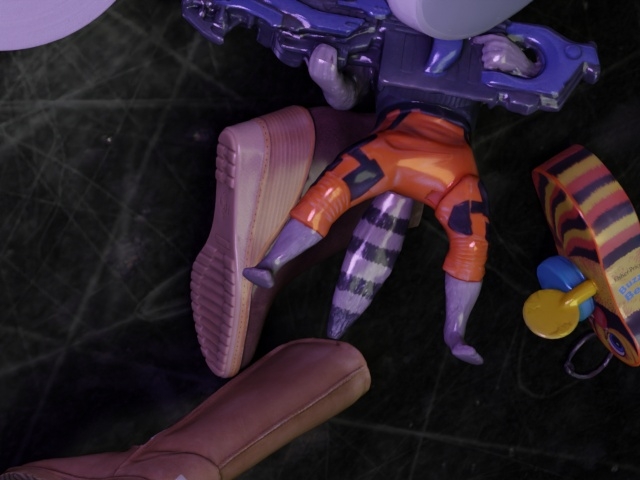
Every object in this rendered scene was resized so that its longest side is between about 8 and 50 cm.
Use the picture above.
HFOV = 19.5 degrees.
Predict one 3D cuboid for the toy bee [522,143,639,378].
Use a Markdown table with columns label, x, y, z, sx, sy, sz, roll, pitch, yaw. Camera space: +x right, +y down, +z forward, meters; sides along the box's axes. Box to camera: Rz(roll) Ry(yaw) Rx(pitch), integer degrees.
| label | x | y | z | sx | sy | sz | roll | pitch | yaw |
| --- | --- | --- | --- | --- | --- | --- | --- | --- | --- |
| toy bee | 0.304 | 0.049 | 1.820 | 0.195 | 0.162 | 0.298 | -48 | 134 | -1 |

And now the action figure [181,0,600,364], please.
| label | x | y | z | sx | sy | sz | roll | pitch | yaw |
| --- | --- | --- | --- | --- | --- | --- | --- | --- | --- |
| action figure | 0.033 | -0.099 | 1.509 | 0.178 | 0.341 | 0.330 | 105 | 2 | -75 |

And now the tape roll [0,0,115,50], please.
| label | x | y | z | sx | sy | sz | roll | pitch | yaw |
| --- | --- | --- | --- | --- | --- | --- | --- | --- | --- |
| tape roll | -0.222 | -0.243 | 1.268 | 0.219 | 0.072 | 0.219 | -4 | 115 | -8 |

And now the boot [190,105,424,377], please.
| label | x | y | z | sx | sy | sz | roll | pitch | yaw |
| --- | --- | --- | --- | --- | --- | --- | --- | --- | --- |
| boot | 0.000 | 0.000 | 1.622 | 0.207 | 0.090 | 0.248 | -6 | 118 | -30 |

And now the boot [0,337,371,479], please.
| label | x | y | z | sx | sy | sz | roll | pitch | yaw |
| --- | --- | --- | --- | --- | --- | --- | --- | --- | --- |
| boot | -0.120 | 0.179 | 1.632 | 0.269 | 0.236 | 0.089 | -35 | 115 | -41 |

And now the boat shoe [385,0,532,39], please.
| label | x | y | z | sx | sy | sz | roll | pitch | yaw |
| --- | --- | --- | --- | --- | --- | --- | --- | --- | --- |
| boat shoe | 0.126 | -0.280 | 1.458 | 0.367 | 0.156 | 0.136 | -38 | 150 | -41 |
